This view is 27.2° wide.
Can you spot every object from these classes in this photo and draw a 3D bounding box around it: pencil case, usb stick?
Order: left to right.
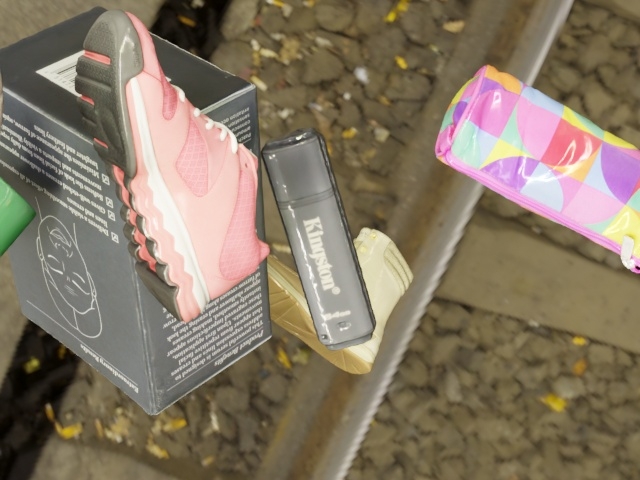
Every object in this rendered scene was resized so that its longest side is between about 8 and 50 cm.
[{"bbox_3d":[0.000,0.000,1.569,0.077,0.045,0.278,-17,110,-2],"label":"usb stick"},{"bbox_3d":[0.215,-0.058,1.147,0.236,0.104,0.104,29,98,-3],"label":"pencil case"}]

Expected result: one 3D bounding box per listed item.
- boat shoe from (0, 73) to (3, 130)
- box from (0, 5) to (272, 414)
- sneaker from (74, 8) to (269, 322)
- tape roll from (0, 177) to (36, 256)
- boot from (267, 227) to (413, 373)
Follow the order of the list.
[{"bbox_3d":[-0.328,-0.160,1.035,0.123,0.116,0.324,-9,106,-37],"label":"boat shoe"},{"bbox_3d":[-0.239,-0.039,1.645,0.212,0.293,0.395,-32,137,-34],"label":"box"},{"bbox_3d":[-0.131,-0.082,1.239,0.136,0.116,0.313,-27,124,-22],"label":"sneaker"},{"bbox_3d":[-0.464,-0.103,1.462,0.321,0.321,0.077,43,79,-30],"label":"tape roll"},{"bbox_3d":[0.015,0.052,2.015,0.262,0.095,0.203,39,60,-17],"label":"boot"}]
